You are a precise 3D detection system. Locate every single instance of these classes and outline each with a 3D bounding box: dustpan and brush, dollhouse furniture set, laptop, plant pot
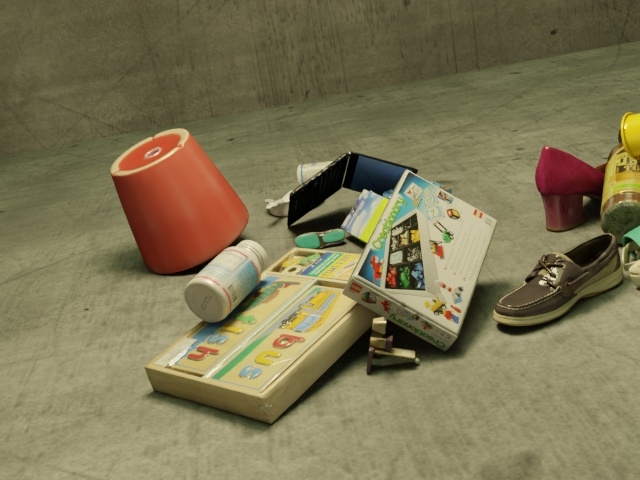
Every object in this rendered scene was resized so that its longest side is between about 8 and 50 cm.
[{"bbox_3d":[-0.089,-0.092,2.291,0.147,0.060,0.211,-2,20,20],"label":"dustpan and brush"},{"bbox_3d":[0.122,0.154,1.470,0.081,0.091,0.114,8,18,4],"label":"dollhouse furniture set"},{"bbox_3d":[0.066,-0.097,2.116,0.264,0.136,0.234,-37,-12,-13],"label":"laptop"},{"bbox_3d":[-0.329,-0.100,2.059,0.275,0.243,0.275,-20,28,11],"label":"plant pot"}]

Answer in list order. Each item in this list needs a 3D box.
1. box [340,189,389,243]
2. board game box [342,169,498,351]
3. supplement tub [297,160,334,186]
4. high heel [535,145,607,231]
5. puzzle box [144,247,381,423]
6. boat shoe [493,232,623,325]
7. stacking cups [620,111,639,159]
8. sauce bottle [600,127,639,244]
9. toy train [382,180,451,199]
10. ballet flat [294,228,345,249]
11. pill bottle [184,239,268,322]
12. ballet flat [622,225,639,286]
[{"bbox_3d":[0.121,-0.042,1.984,0.109,0.042,0.178,-58,28,0],"label":"box"},{"bbox_3d":[0.177,0.025,1.553,0.193,0.053,0.305,30,45,0],"label":"board game box"},{"bbox_3d":[-0.005,-0.176,2.480,0.107,0.071,0.071,-6,19,11],"label":"supplement tub"},{"bbox_3d":[0.596,-0.161,1.964,0.127,0.181,0.377,8,26,42],"label":"high heel"},{"bbox_3d":[-0.061,0.140,1.537,0.272,0.052,0.409,6,33,39],"label":"puzzle box"},{"bbox_3d":[0.403,0.063,1.553,0.285,0.092,0.103,-20,21,-27],"label":"boat shoe"},{"bbox_3d":[0.719,-0.216,1.675,0.316,0.096,0.096,-6,16,43],"label":"stacking cups"},{"bbox_3d":[0.629,-0.131,1.850,0.111,0.111,0.344,-2,37,21],"label":"sauce bottle"},{"bbox_3d":[0.219,-0.076,2.077,0.184,0.080,0.105,-11,28,-12],"label":"toy train"},{"bbox_3d":[0.000,0.000,2.032,0.114,0.041,0.041,-9,19,1],"label":"ballet flat"},{"bbox_3d":[-0.158,0.066,1.586,0.087,0.087,0.160,2,29,31],"label":"pill bottle"},{"bbox_3d":[0.571,0.042,1.580,0.087,0.083,0.247,-30,14,16],"label":"ballet flat"}]
